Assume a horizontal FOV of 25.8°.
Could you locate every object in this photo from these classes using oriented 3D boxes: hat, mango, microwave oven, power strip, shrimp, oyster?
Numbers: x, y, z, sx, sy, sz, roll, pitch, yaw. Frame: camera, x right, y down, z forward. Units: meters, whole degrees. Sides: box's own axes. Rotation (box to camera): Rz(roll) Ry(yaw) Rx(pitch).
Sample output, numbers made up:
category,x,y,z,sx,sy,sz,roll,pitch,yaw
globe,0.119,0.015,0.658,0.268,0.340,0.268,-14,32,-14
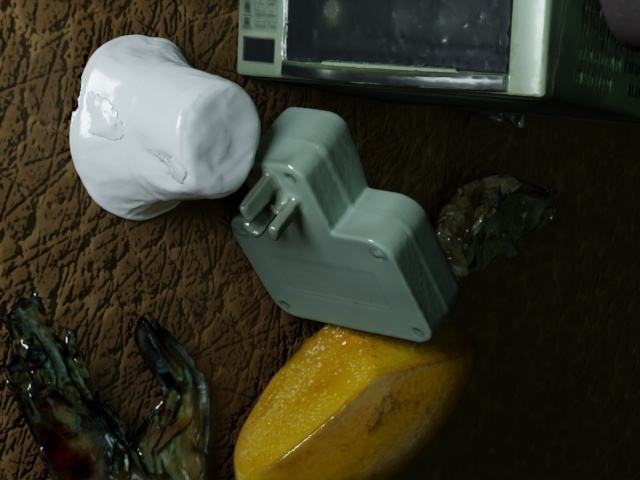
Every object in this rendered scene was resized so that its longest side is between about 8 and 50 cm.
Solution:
category,x,y,z,sx,sy,sz,roll,pitch,yaw
hat,-0.139,-0.107,1.401,0.203,0.126,0.203,-19,114,-51
mango,0.041,0.197,1.639,0.350,0.201,0.199,-41,98,-29
microwave oven,0.148,-0.271,1.510,0.333,0.394,0.247,1,96,-51
power strip,0.000,0.000,1.509,0.141,0.229,0.261,-53,134,-29
shrimp,-0.205,0.169,1.428,0.233,0.071,0.365,-57,136,-41
oyster,0.235,-0.018,1.929,0.294,0.094,0.166,0,115,-61

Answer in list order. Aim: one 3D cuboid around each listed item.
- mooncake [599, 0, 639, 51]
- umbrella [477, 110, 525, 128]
category,x,y,z,sx,sy,sz,roll,pitch,yaw
mooncake,0.361,-0.296,1.353,0.245,0.133,0.245,-7,99,-57
umbrella,0.331,-0.304,1.897,0.357,0.113,0.106,-47,125,-11
